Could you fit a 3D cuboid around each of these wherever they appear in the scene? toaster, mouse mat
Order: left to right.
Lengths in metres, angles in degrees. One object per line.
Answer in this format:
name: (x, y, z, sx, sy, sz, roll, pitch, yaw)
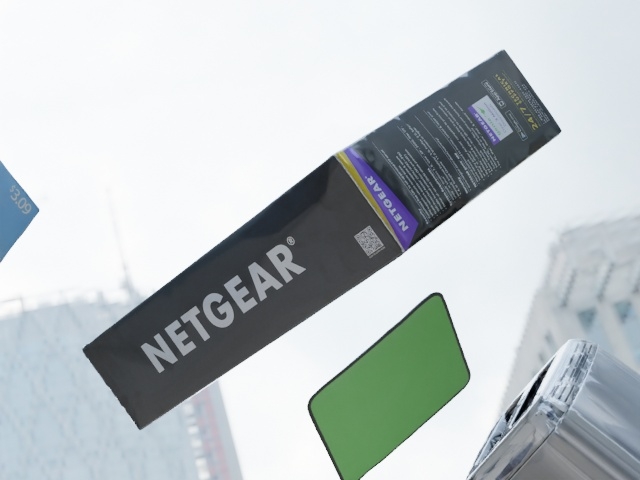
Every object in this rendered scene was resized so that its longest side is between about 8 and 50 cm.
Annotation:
mouse mat: (0.074, 0.156, 1.565, 0.190, 0.007, 0.152, -38, -47, -17)
toaster: (0.201, 0.171, 1.114, 0.129, 0.146, 0.227, -53, -5, 25)

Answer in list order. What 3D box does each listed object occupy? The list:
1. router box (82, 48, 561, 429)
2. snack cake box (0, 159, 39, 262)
router box: (0.000, 0.000, 1.116, 0.309, 0.081, 0.243, -36, 0, 41)
snack cake box: (-0.303, -0.058, 0.889, 0.089, 0.152, 0.264, -1, -45, 40)
